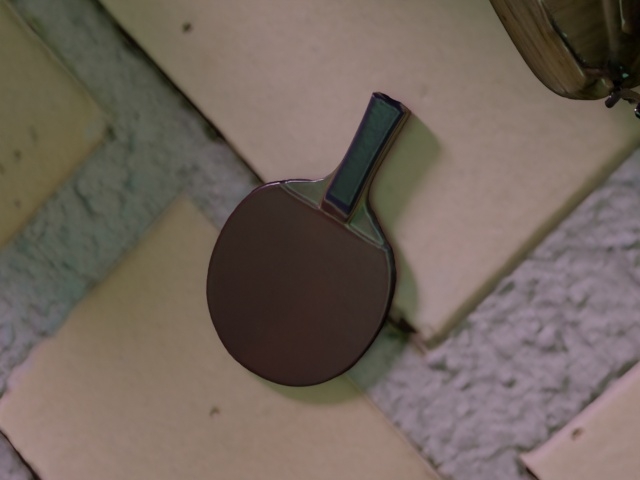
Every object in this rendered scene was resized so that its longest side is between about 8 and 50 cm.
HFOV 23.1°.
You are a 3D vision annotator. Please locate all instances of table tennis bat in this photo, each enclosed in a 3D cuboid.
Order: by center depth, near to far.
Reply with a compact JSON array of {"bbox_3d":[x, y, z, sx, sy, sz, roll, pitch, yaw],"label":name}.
[{"bbox_3d":[0.000,0.000,0.769,0.095,0.014,0.158,32,110,14],"label":"table tennis bat"}]

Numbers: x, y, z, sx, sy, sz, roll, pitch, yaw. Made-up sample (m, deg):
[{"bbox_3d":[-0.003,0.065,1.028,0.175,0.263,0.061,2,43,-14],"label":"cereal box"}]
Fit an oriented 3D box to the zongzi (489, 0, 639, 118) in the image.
[{"bbox_3d":[0.144,-0.175,0.653,0.204,0.094,0.205,-30,91,13],"label":"zongzi"}]
